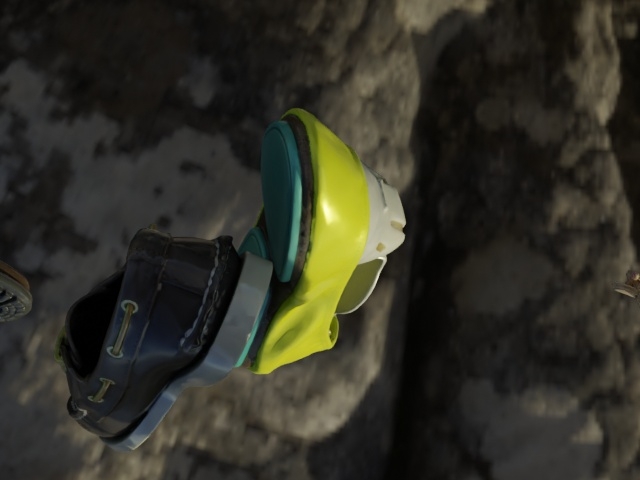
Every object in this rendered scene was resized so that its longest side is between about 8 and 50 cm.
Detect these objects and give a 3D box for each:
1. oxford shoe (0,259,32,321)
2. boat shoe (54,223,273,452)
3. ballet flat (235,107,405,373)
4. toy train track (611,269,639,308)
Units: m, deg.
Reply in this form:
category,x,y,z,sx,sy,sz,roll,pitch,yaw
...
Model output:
category,x,y,z,sx,sy,sz,roll,pitch,yaw
oxford shoe,-0.315,-0.016,1.532,0.227,0.096,0.083,33,139,-18
boat shoe,-0.093,0.046,0.984,0.069,0.081,0.228,24,154,-13
ballet flat,0.000,0.000,0.984,0.077,0.077,0.231,-5,154,-14
toy train track,0.238,0.046,1.422,0.048,0.083,0.014,19,122,-23
